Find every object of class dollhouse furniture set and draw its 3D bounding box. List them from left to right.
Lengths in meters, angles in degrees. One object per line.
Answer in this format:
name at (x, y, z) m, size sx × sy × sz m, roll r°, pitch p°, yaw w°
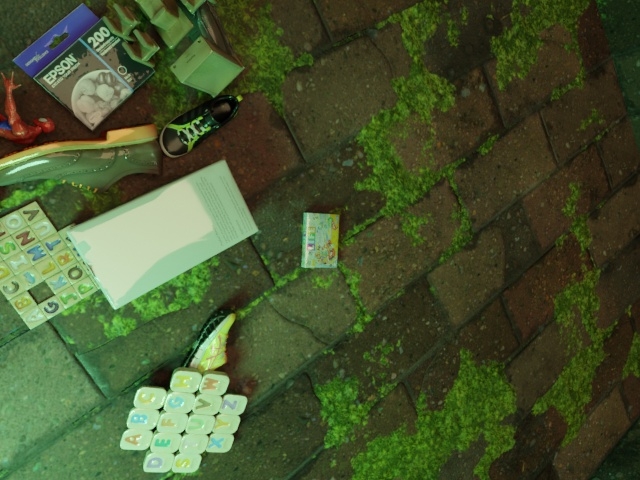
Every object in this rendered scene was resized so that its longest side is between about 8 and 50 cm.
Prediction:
dollhouse furniture set at (-0.309, -0.465, 1.038) m, size 0.212 × 0.161 × 0.242 m, roll -38°, pitch 87°, yaw 16°

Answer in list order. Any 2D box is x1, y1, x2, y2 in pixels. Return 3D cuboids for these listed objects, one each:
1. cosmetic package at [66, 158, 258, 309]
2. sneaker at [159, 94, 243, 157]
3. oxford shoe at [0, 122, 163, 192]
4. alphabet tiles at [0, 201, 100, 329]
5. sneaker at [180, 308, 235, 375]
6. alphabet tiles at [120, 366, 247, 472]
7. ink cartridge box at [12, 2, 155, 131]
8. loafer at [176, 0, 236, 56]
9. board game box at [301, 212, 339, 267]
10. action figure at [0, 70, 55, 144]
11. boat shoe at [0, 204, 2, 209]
cosmetic package at (-0.356, -0.024, 1.061) m, size 0.365 × 0.155 × 0.197 m, roll -29°, pitch 105°, yaw -23°
sneaker at (-0.289, -0.290, 1.114) m, size 0.234 × 0.097 × 0.084 m, roll -44°, pitch 110°, yaw -18°
oxford shoe at (-0.523, -0.156, 0.993) m, size 0.363 × 0.130 × 0.133 m, roll -17°, pitch 112°, yaw -21°
alphabet tiles at (-0.616, 0.045, 1.020) m, size 0.198 × 0.009 × 0.237 m, roll -34°, pitch 107°, yaw -21°
sneaker at (-0.268, 0.271, 1.171) m, size 0.094 × 0.081 × 0.209 m, roll 33°, pitch 90°, yaw -24°
alphabet tiles at (-0.332, 0.450, 1.142) m, size 0.277 × 0.021 × 0.284 m, roll 16°, pitch 99°, yaw -26°
ink cartridge box at (-0.519, -0.389, 1.025) m, size 0.208 × 0.045 × 0.206 m, roll 44°, pitch 74°, yaw -20°
loafer at (-0.284, -0.534, 1.120) m, size 0.084 × 0.096 × 0.268 m, roll -39°, pitch 117°, yaw -39°
board game box at (0.000, 0.000, 1.314) m, size 0.103 × 0.026 × 0.154 m, roll 1°, pitch 92°, yaw -26°
action figure at (-0.693, -0.250, 0.918) m, size 0.280 × 0.091 × 0.139 m, roll -9°, pitch 90°, yaw -22°
boat shoe at (-0.721, 0.042, 0.876) m, size 0.119 × 0.122 × 0.324 m, roll 26°, pitch 67°, yaw -30°
